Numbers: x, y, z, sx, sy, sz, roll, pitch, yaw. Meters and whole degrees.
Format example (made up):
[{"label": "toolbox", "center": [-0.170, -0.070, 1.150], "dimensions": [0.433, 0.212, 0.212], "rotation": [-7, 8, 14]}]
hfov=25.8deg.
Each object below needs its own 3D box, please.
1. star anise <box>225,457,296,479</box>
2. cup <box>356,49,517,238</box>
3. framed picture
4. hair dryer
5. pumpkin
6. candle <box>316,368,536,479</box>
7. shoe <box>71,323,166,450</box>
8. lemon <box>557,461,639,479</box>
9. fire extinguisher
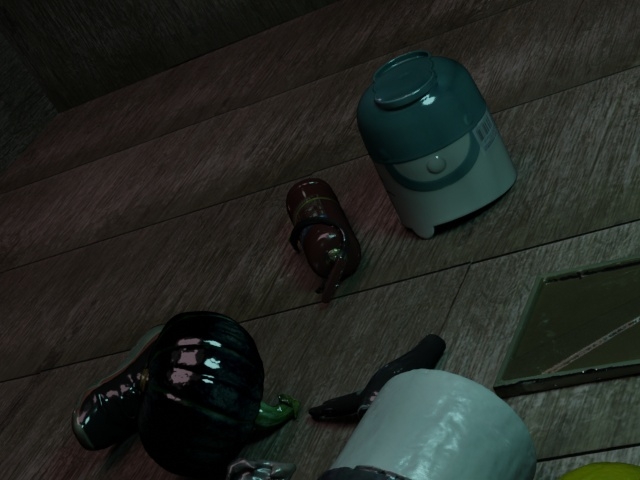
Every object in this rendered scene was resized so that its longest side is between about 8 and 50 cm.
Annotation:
[{"label": "star anise", "center": [-0.134, 0.391, 1.839], "dimensions": [0.257, 0.111, 0.198], "rotation": [-35, 22, 11]}, {"label": "cup", "center": [0.189, -0.184, 2.389], "dimensions": [0.219, 0.258, 0.290], "rotation": [-22, 25, 12]}, {"label": "framed picture", "center": [0.406, 0.096, 1.843], "dimensions": [0.335, 0.022, 0.247], "rotation": [-15, 29, 35]}, {"label": "hair dryer", "center": [0.064, 0.216, 2.009], "dimensions": [0.219, 0.075, 0.195], "rotation": [-22, 14, 41]}, {"label": "pumpkin", "center": [-0.149, 0.236, 2.072], "dimensions": [0.248, 0.248, 0.248], "rotation": [-27, 24, 13]}, {"label": "candle", "center": [0.119, 0.280, 1.595], "dimensions": [0.221, 0.221, 0.342], "rotation": [-12, 31, 40]}, {"label": "shoe", "center": [-0.287, 0.250, 2.324], "dimensions": [0.137, 0.114, 0.291], "rotation": [0, 36, 44]}, {"label": "lemon", "center": [0.297, 0.315, 1.344], "dimensions": [0.184, 0.184, 0.248], "rotation": [-33, 32, -2]}, {"label": "fire extinguisher", "center": [0.000, 0.000, 2.468], "dimensions": [0.341, 0.105, 0.141], "rotation": [-111, 40, -66]}]
